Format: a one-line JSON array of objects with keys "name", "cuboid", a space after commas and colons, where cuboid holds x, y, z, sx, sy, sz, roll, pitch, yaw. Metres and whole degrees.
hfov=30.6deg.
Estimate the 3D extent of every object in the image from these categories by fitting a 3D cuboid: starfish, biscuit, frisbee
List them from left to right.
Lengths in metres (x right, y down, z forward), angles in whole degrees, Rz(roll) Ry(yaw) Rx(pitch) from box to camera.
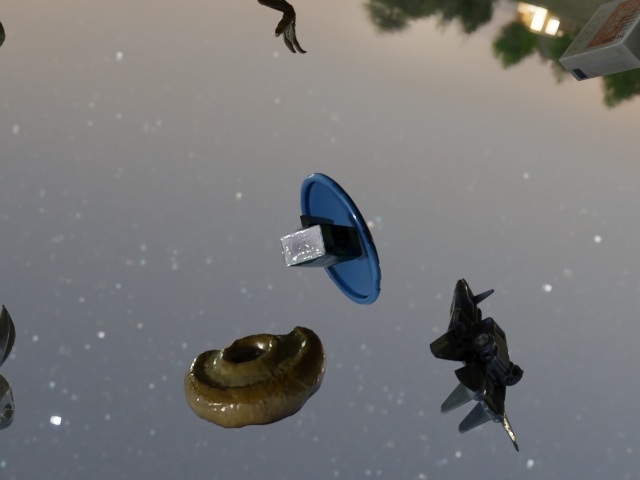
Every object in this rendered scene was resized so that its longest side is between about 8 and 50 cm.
[{"name": "biscuit", "cuboid": [-0.118, 0.252, 2.166, 0.274, 0.091, 0.213, -15, -152, -6]}, {"name": "starfish", "cuboid": [-0.065, -0.370, 1.875, 0.130, 0.041, 0.133, 70, -169, 23]}, {"name": "frisbee", "cuboid": [0.042, -0.006, 1.972, 0.045, 0.242, 0.242, -27, -147, -21]}]

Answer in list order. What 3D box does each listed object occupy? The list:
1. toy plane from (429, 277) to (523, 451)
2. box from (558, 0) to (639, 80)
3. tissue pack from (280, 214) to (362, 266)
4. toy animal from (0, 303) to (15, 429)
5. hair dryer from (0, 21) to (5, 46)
[{"name": "toy plane", "cuboid": [0.207, 0.130, 1.532, 0.212, 0.088, 0.267, 49, -150, -28]}, {"name": "box", "cuboid": [0.502, -0.344, 1.954, 0.058, 0.141, 0.201, 42, 170, -15]}, {"name": "tissue pack", "cuboid": [-0.001, -0.001, 1.905, 0.085, 0.079, 0.111, -18, 168, 33]}, {"name": "toy animal", "cuboid": [-0.398, 0.170, 1.309, 0.131, 0.182, 0.127, -10, -127, -49]}, {"name": "hair dryer", "cuboid": [-0.446, -0.171, 1.209, 0.090, 0.135, 0.278, 37, -139, 20]}]
